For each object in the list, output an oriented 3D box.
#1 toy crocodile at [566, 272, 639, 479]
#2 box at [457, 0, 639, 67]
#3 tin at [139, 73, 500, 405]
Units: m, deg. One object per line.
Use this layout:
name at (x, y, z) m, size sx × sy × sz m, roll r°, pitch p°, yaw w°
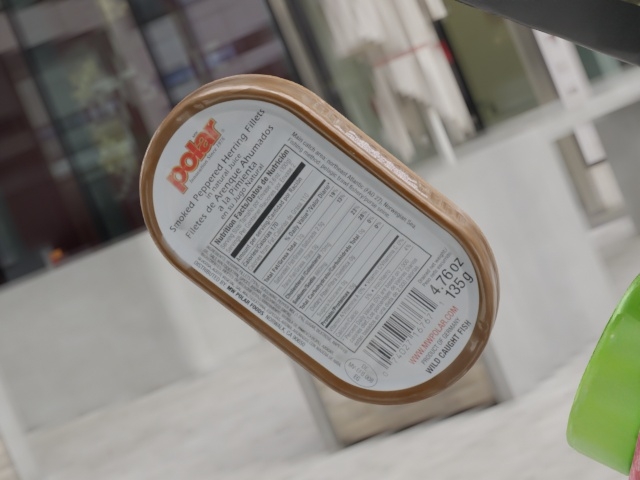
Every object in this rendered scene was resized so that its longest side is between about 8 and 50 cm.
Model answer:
toy crocodile at (0.136, 0.026, 0.514) m, size 0.105 × 0.115 × 0.340 m, roll -47°, pitch -22°, yaw -39°
box at (0.128, -0.149, 0.553) m, size 0.270 × 0.165 × 0.143 m, roll 18°, pitch -35°, yaw -18°
tin at (0.000, 0.000, 0.894) m, size 0.106 × 0.190 × 0.040 m, roll -52°, pitch 2°, yaw 9°
